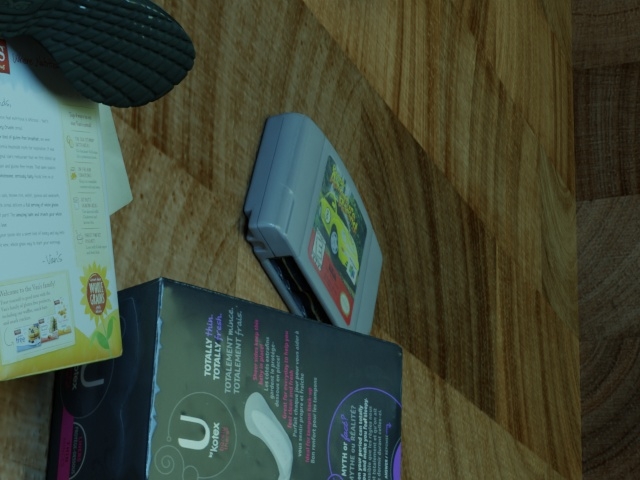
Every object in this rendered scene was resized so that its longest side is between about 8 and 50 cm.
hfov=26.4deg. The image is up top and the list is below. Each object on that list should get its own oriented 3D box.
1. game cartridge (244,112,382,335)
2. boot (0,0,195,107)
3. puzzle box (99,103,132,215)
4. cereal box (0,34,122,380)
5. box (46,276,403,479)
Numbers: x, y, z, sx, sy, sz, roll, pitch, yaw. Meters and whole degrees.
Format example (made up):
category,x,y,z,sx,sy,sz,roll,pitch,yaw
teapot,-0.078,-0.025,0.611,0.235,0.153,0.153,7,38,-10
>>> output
category,x,y,z,sx,sy,sz,roll,pitch,yaw
game cartridge,0.000,0.000,1.588,0.294,0.060,0.196,60,28,-45
boot,-0.191,-0.196,0.930,0.246,0.083,0.161,27,29,-56
puzzle box,-0.271,-0.094,0.942,0.409,0.052,0.272,-42,123,-64
cereal box,-0.208,-0.028,0.947,0.173,0.047,0.240,-2,86,-68
box,-0.073,0.148,1.130,0.270,0.143,0.165,19,64,-40
